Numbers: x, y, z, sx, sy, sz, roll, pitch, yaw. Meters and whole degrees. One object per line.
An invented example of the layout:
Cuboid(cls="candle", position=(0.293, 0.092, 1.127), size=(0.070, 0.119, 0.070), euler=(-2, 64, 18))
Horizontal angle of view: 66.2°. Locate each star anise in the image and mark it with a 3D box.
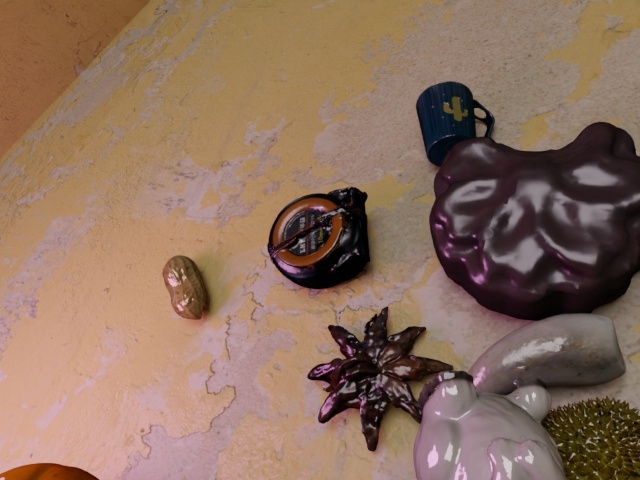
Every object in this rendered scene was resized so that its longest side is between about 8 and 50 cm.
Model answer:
Cuboid(cls="star anise", position=(0.089, 0.217, 0.859), size=(0.272, 0.102, 0.272), euler=(-11, 51, 13))

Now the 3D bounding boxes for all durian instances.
Cuboid(cls="durian", position=(0.403, 0.285, 0.670), size=(0.208, 0.102, 0.146), euler=(-8, 47, 14))

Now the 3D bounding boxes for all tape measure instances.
Cuboid(cls="tape measure", position=(0.000, 0.000, 1.043), size=(0.223, 0.135, 0.202), euler=(-13, 62, 18))

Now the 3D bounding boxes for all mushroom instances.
Cuboid(cls="mushroom", position=(0.330, 0.189, 0.765), size=(0.270, 0.118, 0.103), euler=(-20, 11, 12))

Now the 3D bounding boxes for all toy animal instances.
Cuboid(cls="toy animal", position=(0.227, 0.347, 0.588), size=(0.194, 0.257, 0.357), euler=(0, 42, -4))

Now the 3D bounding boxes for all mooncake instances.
Cuboid(cls="mooncake", position=(0.380, -0.039, 0.859), size=(0.381, 0.212, 0.350), euler=(-10, 58, 20))

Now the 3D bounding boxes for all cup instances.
Cuboid(cls="cup", position=(0.308, -0.255, 1.109), size=(0.177, 0.131, 0.155), euler=(5, 59, -3))

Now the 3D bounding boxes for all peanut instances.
Cuboid(cls="peanut", position=(-0.312, 0.103, 1.132), size=(0.083, 0.093, 0.194), euler=(-14, 42, -22))

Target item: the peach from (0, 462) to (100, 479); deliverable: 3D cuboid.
Cuboid(cls="peach", position=(-0.459, 0.534, 0.744), size=(0.343, 0.301, 0.342), euler=(-6, 22, 3))
